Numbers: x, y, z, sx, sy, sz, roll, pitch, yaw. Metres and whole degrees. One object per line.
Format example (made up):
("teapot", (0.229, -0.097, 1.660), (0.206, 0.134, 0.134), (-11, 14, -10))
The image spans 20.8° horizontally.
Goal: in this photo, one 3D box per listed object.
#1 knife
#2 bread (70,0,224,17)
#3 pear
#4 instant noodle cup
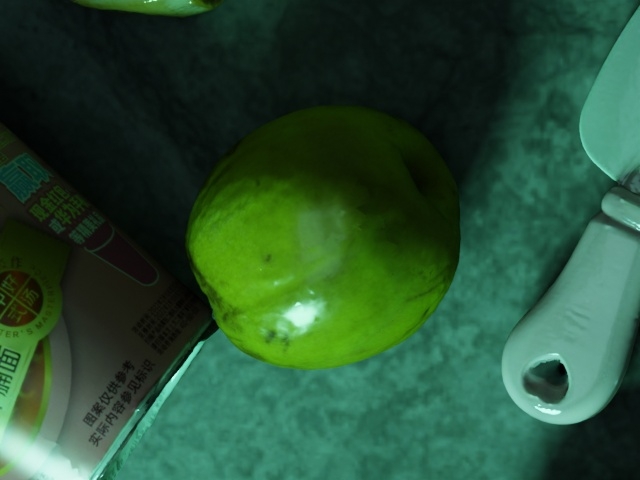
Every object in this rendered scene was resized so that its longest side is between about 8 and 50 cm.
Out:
("knife", (0.186, -0.053, 1.004), (0.081, 0.043, 0.336), (24, 96, 20))
("bread", (-0.100, -0.195, 1.053), (0.149, 0.073, 0.122), (-2, 101, 19))
("pear", (0.000, 0.000, 1.000), (0.162, 0.149, 0.149), (-29, 87, 15))
("instant noodle cup", (-0.205, 0.038, 1.038), (0.255, 0.244, 0.244), (35, 104, 2))
